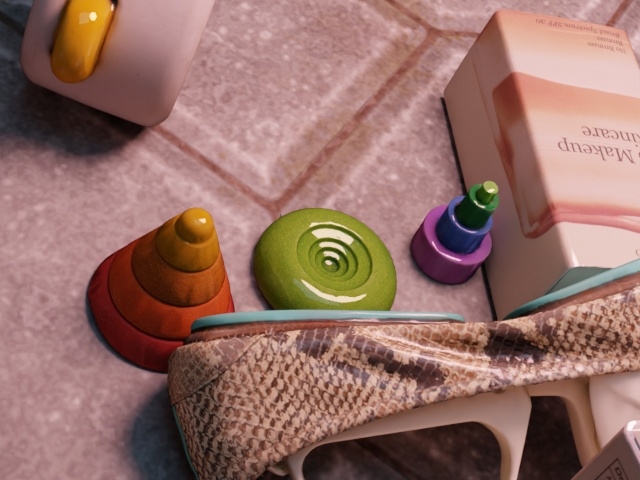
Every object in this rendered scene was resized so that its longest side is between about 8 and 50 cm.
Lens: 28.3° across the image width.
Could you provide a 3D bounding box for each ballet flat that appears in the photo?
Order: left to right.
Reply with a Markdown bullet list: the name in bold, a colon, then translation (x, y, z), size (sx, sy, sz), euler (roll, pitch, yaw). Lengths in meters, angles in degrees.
- **ballet flat**: translation (0.133, 0.113, 0.950), size (0.483, 0.164, 0.182), euler (-10, 78, -7)

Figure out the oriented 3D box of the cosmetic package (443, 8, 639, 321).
- **cosmetic package**: translation (0.228, -0.057, 1.166), size (0.153, 0.129, 0.296), euler (5, 54, -21)

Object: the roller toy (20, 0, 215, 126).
- **roller toy**: translation (-0.168, -0.202, 1.068), size (0.146, 0.191, 0.209), euler (20, 73, -9)

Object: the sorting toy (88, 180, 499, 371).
- **sorting toy**: translation (0.000, 0.000, 1.030), size (0.366, 0.126, 0.127), euler (-10, 59, -28)

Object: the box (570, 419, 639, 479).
- **box**: translation (0.196, 0.239, 0.807), size (0.121, 0.311, 0.148), euler (-7, 59, -26)
